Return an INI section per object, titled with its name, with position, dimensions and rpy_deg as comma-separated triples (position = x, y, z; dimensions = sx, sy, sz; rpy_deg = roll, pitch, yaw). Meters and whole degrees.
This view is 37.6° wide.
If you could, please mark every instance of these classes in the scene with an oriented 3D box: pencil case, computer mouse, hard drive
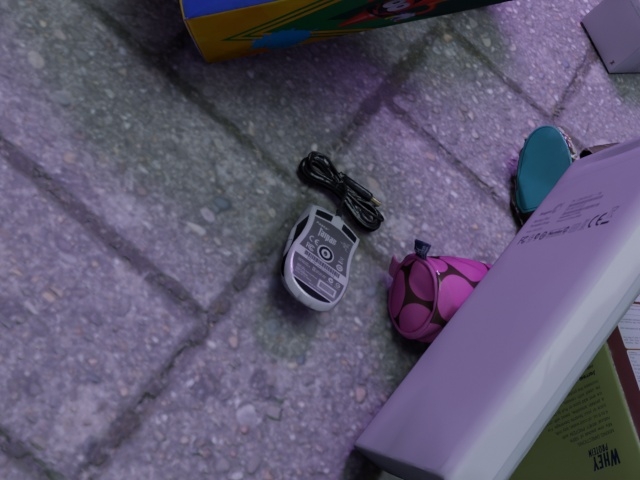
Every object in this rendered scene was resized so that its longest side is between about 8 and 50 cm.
[pencil case]
position = 0.173, 0.059, 0.971
dimensions = 0.209, 0.095, 0.098
rpy_deg = 9, 21, -28
[computer mouse]
position = 0.000, 0.000, 0.930
dimensions = 0.106, 0.042, 0.193
rpy_deg = 38, 43, -13
[hard drive]
position = 0.180, 0.055, 0.788
dimensions = 0.047, 0.233, 0.353
rpy_deg = 42, 76, -6

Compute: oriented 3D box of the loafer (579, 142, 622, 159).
[loafer]
position = 0.362, -0.028, 1.162
dimensions = 0.087, 0.094, 0.251
rpy_deg = 8, 44, 0

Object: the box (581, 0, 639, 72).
[box]
position = 0.464, -0.316, 1.387
dimensions = 0.087, 0.102, 0.101
rpy_deg = -8, 68, -34

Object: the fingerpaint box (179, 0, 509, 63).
[fingerpaint box]
position = 0.009, -0.443, 0.936
dimensions = 0.371, 0.163, 0.445
rpy_deg = -11, 86, 0

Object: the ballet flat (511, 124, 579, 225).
[ballet flat]
position = 0.280, -0.021, 1.111
dimensions = 0.077, 0.091, 0.241
rpy_deg = 39, 44, -49

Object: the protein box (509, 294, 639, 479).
[protein box]
position = 0.250, 0.174, 0.871
dimensions = 0.136, 0.200, 0.201
rpy_deg = 7, 59, -33
